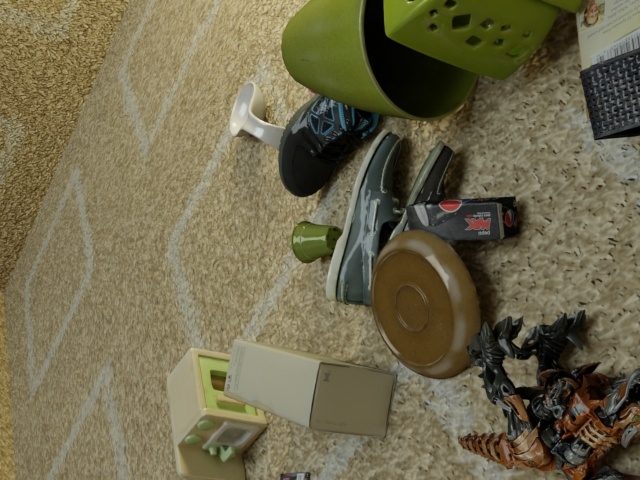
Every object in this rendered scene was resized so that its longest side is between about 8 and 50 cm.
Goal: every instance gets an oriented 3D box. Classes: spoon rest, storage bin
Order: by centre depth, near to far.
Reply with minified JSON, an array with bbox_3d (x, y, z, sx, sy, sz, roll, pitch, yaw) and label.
[{"bbox_3d":[0.398,-0.176,1.004,0.180,0.122,0.084,-13,87,51],"label":"storage bin"},{"bbox_3d":[-0.154,-0.283,2.077,0.276,0.084,0.137,43,114,55],"label":"spoon rest"}]

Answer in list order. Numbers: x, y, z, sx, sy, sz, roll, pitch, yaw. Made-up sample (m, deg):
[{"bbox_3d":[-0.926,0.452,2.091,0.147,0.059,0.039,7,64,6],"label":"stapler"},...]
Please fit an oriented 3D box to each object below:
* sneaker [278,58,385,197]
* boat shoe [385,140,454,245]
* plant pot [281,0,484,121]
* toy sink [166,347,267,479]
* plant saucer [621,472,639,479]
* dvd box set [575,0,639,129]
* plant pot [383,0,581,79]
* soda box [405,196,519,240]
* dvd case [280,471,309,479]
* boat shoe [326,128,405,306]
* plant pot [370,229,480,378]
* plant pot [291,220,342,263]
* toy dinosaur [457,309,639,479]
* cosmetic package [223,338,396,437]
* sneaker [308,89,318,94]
[{"bbox_3d":[0.027,-0.219,1.719,0.140,0.125,0.341,52,124,47],"label":"sneaker"},{"bbox_3d":[0.171,-0.049,1.471,0.081,0.068,0.228,-56,-9,-79],"label":"boat shoe"},{"bbox_3d":[0.072,-0.334,1.507,0.293,0.274,0.275,7,83,50],"label":"plant pot"},{"bbox_3d":[-0.207,0.352,1.820,0.131,0.152,0.234,-51,38,34],"label":"toy sink"},{"bbox_3d":[0.360,0.352,1.025,0.168,0.029,0.169,-29,54,50],"label":"plant saucer"},{"bbox_3d":[0.459,-0.387,1.154,0.307,0.062,0.421,-29,53,50],"label":"dvd box set"},{"bbox_3d":[0.237,-0.395,1.274,0.207,0.227,0.228,-33,50,53],"label":"plant pot"},{"bbox_3d":[0.211,-0.032,1.355,0.168,0.053,0.060,-1,101,44],"label":"soda box"},{"bbox_3d":[-0.051,0.485,1.644,0.087,0.013,0.120,-24,58,52],"label":"dvd case"},{"bbox_3d":[0.101,-0.036,1.578,0.099,0.116,0.320,16,82,16],"label":"boat shoe"},{"bbox_3d":[0.149,0.102,1.384,0.236,0.032,0.236,19,115,49],"label":"plant pot"},{"bbox_3d":[0.000,0.000,1.721,0.079,0.083,0.083,-7,71,45],"label":"plant pot"},{"bbox_3d":[0.274,0.210,1.121,0.322,0.164,0.218,-27,67,32],"label":"toy dinosaur"},{"bbox_3d":[-0.027,0.252,1.568,0.309,0.160,0.113,4,81,60],"label":"cosmetic package"},{"bbox_3d":[0.013,-0.426,1.841,0.103,0.111,0.252,31,104,58],"label":"sneaker"}]
